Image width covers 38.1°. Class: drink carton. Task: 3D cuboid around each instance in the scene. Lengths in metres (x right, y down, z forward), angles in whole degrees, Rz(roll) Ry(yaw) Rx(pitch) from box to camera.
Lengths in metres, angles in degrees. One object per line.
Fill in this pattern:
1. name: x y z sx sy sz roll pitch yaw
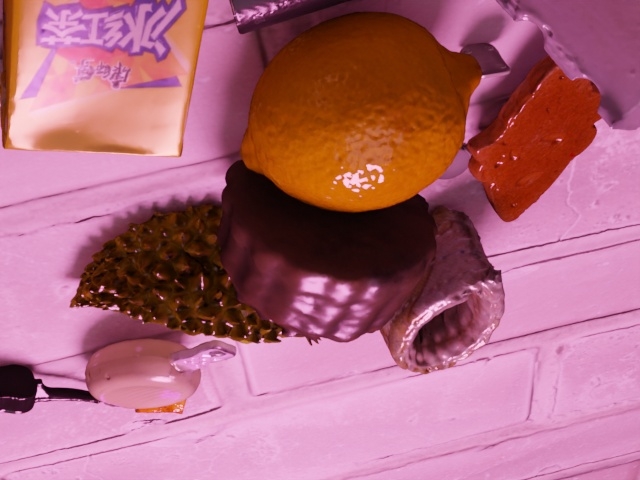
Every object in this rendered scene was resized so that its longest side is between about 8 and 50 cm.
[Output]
1. drink carton: -0.161 -0.233 0.712 0.155 0.111 0.351 1 130 -21

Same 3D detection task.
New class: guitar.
1. guitar: -0.356 0.196 1.204 0.271 0.084 0.038 8 124 -36

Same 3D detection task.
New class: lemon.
1. lemon: 0.037 -0.119 0.880 0.244 0.186 0.186 -17 140 2

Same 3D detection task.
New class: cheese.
1. cheese: -0.195 0.160 1.166 0.227 0.064 0.137 -21 149 37

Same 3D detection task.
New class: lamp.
1. lamp: 0.160 -0.126 1.016 0.050 0.056 0.198 -10 143 -12

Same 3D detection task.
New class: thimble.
1. thimble: 0.142 0.058 1.144 0.138 0.143 0.190 10 133 -27

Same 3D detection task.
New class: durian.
1. durian: -0.101 0.045 1.110 0.356 0.157 0.169 10 169 -27

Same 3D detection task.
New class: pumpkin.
1. pumpkin: -0.216 0.220 1.297 0.073 0.035 0.101 -1 135 -21

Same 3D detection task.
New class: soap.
1. soap: 0.289 -0.267 0.904 0.159 0.258 0.302 -48 174 31

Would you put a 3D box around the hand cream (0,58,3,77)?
1. hand cream: -0.274 -0.143 0.856 0.205 0.050 0.078 -10 135 -14

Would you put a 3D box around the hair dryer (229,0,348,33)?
1. hair dryer: 0.000 -0.283 0.734 0.196 0.077 0.248 -18 153 0

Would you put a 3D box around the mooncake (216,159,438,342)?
1. mooncake: 0.000 0.000 0.970 0.228 0.228 0.124 2 135 -20

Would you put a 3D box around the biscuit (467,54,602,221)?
1. biscuit: 0.244 -0.114 1.050 0.183 0.043 0.280 -16 151 -13
